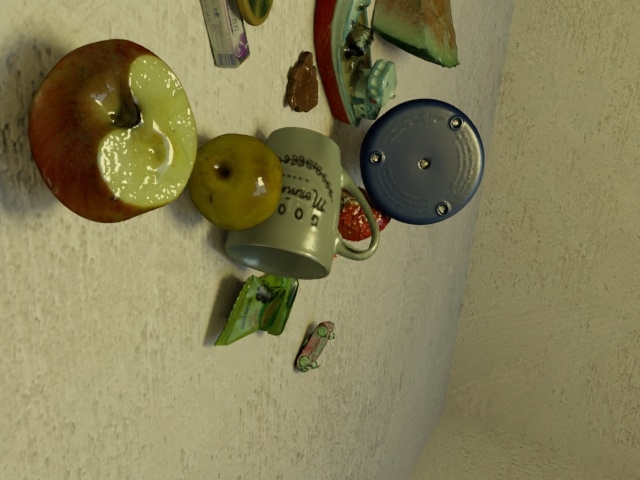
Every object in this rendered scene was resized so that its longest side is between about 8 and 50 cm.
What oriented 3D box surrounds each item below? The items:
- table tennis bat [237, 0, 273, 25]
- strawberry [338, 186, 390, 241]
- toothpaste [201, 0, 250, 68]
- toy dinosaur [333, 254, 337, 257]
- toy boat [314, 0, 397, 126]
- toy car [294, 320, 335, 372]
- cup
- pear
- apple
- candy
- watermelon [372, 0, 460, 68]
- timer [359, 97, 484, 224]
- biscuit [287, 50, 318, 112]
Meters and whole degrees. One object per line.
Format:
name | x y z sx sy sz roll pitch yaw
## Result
table tennis bat | -0.103 -0.452 1.014 0.321 0.050 0.198 81 19 -60
strawberry | 0.074 -0.055 1.625 0.236 0.175 0.107 14 111 -51
toothpaste | -0.144 -0.344 1.039 0.196 0.040 0.047 82 29 -44
toy dinosaur | 0.006 -0.001 1.612 0.279 0.055 0.101 -49 129 -62
toy boat | 0.078 -0.375 1.442 0.145 0.133 0.332 -63 155 -27
toy car | -0.015 0.254 1.733 0.142 0.055 0.069 -59 156 -4
cup | -0.015 -0.059 1.262 0.186 0.258 0.234 99 5 -73
pear | -0.127 -0.088 1.104 0.162 0.148 0.149 41 65 -71
apple | -0.235 -0.118 0.793 0.173 0.160 0.195 59 41 -71
candy | -0.119 0.121 1.371 0.246 0.069 0.149 -3 112 -72
watermelon | 0.224 -0.547 1.713 0.264 0.151 0.302 -13 99 -63
timer | 0.199 -0.201 1.688 0.383 0.270 0.270 -118 -142 -76
biscuit | -0.032 -0.291 1.377 0.130 0.019 0.119 48 59 -64
